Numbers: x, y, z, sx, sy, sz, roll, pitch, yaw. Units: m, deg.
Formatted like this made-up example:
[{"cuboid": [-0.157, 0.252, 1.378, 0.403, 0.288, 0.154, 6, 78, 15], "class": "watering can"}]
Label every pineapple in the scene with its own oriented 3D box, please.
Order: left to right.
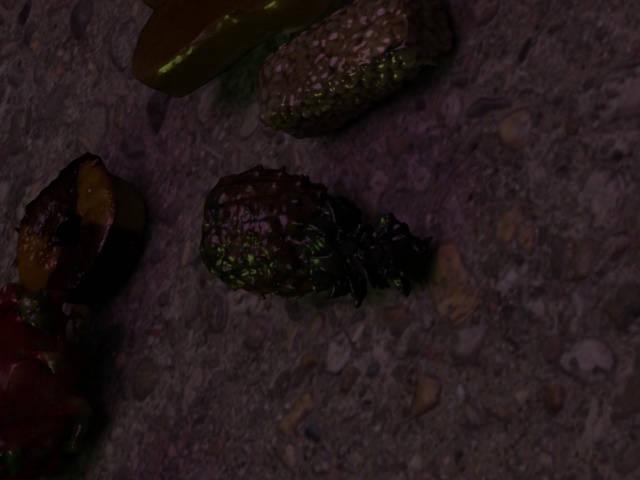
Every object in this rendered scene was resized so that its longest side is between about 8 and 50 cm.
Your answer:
[{"cuboid": [0.000, 0.000, 1.486, 0.197, 0.108, 0.108, 10, 80, 38], "class": "pineapple"}]

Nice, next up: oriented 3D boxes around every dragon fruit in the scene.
[{"cuboid": [-0.274, 0.124, 1.687, 0.166, 0.160, 0.172, -141, 57, -85], "class": "dragon fruit"}]

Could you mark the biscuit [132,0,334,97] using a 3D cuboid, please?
[{"cuboid": [-0.061, -0.248, 1.663, 0.343, 0.057, 0.287, 16, 77, 58], "class": "biscuit"}]

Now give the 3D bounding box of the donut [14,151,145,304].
[{"cuboid": [-0.212, -0.006, 1.753, 0.140, 0.059, 0.140, -23, 56, 40], "class": "donut"}]

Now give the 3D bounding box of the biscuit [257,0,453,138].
[{"cuboid": [0.025, -0.138, 1.532, 0.168, 0.070, 0.082, -30, 56, 35], "class": "biscuit"}]
